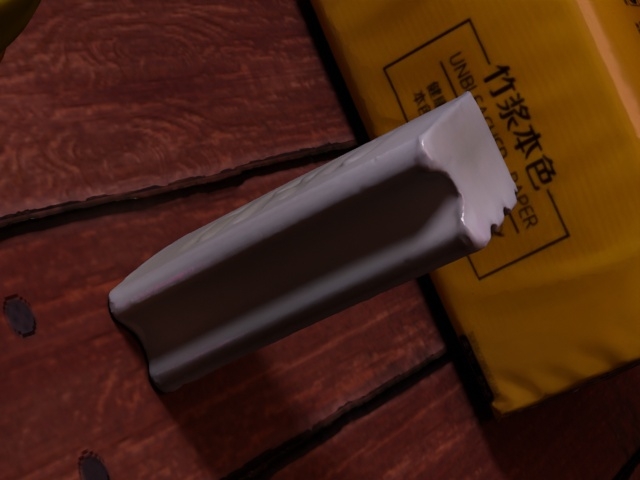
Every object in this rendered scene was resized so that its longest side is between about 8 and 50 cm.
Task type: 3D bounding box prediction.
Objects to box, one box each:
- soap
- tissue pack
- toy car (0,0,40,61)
[{"bbox_3d":[0.000,0.000,0.879,0.066,0.198,0.119,61,24,-8],"label":"soap"},{"bbox_3d":[0.187,-0.082,1.298,0.293,0.228,0.382,-6,69,-62],"label":"tissue pack"},{"bbox_3d":[-0.214,-0.145,0.656,0.200,0.142,0.248,-12,68,-29],"label":"toy car"}]
